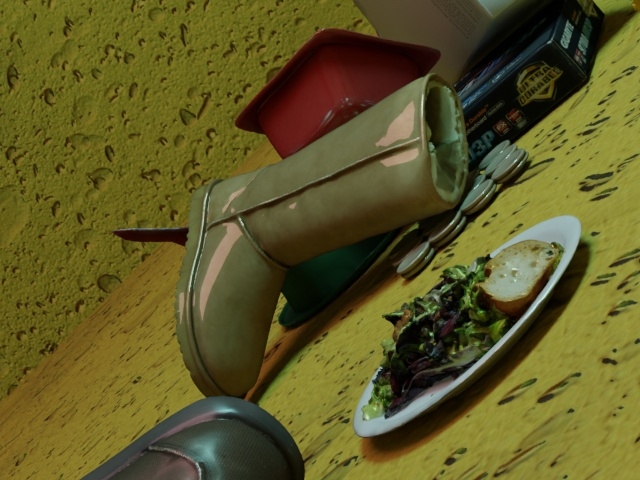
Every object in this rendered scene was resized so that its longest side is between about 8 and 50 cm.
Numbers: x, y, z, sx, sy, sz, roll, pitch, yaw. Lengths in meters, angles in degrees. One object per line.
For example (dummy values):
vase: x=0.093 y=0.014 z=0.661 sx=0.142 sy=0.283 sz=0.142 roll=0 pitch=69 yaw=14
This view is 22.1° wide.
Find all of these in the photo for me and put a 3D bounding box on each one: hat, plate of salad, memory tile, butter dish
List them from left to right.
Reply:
hat: x=-0.043 y=-0.034 z=1.574 sx=0.208 sy=0.183 sz=0.173 roll=-50 pitch=10 yaw=-29
butter dish: x=0.028 y=-0.107 z=1.527 sx=0.160 sy=0.118 sz=0.160 roll=6 pitch=-35 yaw=-39
plate of salad: x=0.087 y=0.048 z=1.057 sx=0.200 sy=0.048 sz=0.200 roll=-44 pitch=9 yaw=9
memory tile: x=0.116 y=-0.027 z=1.384 sx=0.148 sy=0.012 sz=0.113 roll=-45 pitch=9 yaw=3

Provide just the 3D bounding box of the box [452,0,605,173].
box: x=0.163 y=-0.132 z=1.527 sx=0.220 sy=0.051 sz=0.175 roll=-40 pitch=10 yaw=29

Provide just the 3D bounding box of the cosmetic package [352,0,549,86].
cosmetic package: x=0.137 y=-0.284 z=1.625 sx=0.155 sy=0.197 sz=0.365 roll=-38 pitch=-3 yaw=-7

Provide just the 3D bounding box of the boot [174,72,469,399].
boot: x=0.000 y=0.000 z=1.411 sx=0.270 sy=0.089 sz=0.236 roll=-21 pitch=58 yaw=32

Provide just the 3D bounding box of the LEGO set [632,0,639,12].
LEGO set: x=0.288 y=-0.242 z=1.334 sx=0.093 sy=0.087 sz=0.227 roll=-23 pitch=17 yaw=25

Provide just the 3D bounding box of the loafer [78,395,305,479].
loafer: x=-0.172 y=0.240 z=1.062 sx=0.366 sy=0.134 sz=0.130 roll=-43 pitch=9 yaw=14
